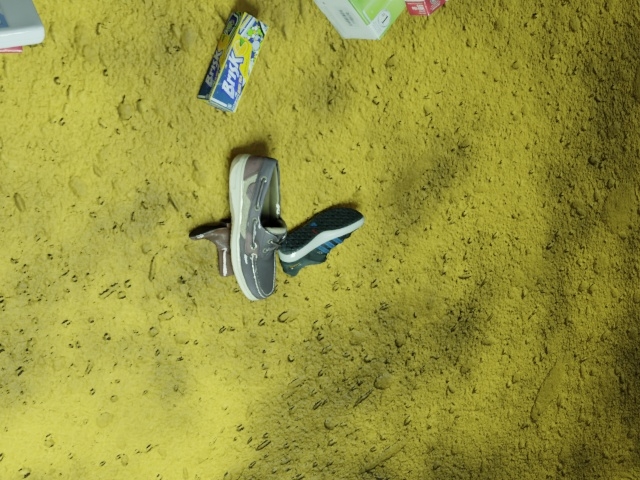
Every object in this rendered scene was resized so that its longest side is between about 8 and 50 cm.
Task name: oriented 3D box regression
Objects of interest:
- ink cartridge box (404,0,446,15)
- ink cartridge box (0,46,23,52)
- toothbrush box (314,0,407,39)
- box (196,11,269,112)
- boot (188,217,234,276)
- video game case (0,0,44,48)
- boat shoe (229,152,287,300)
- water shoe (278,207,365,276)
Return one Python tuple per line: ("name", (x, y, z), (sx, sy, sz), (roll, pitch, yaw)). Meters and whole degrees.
("ink cartridge box", (0.191, -0.498, 1.455), (0.099, 0.056, 0.135), (-42, 125, -19))
("ink cartridge box", (-0.524, -0.298, 1.110), (0.175, 0.127, 0.072), (-9, 108, -33))
("toothbrush box", (0.101, -0.551, 1.487), (0.283, 0.122, 0.206), (-53, 126, -13))
("box", (-0.156, -0.316, 1.410), (0.059, 0.054, 0.169), (22, 89, -37))
("boot", (-0.193, 0.025, 1.487), (0.106, 0.037, 0.114), (-18, 116, -32))
("video game case", (-0.565, -0.355, 1.010), (0.329, 0.036, 0.300), (-18, 71, -30))
("boat shoe", (-0.109, -0.021, 1.482), (0.103, 0.092, 0.285), (-30, 120, -61))
("water shoe", (0.000, 0.000, 1.607), (0.203, 0.073, 0.080), (-26, 138, -23))
